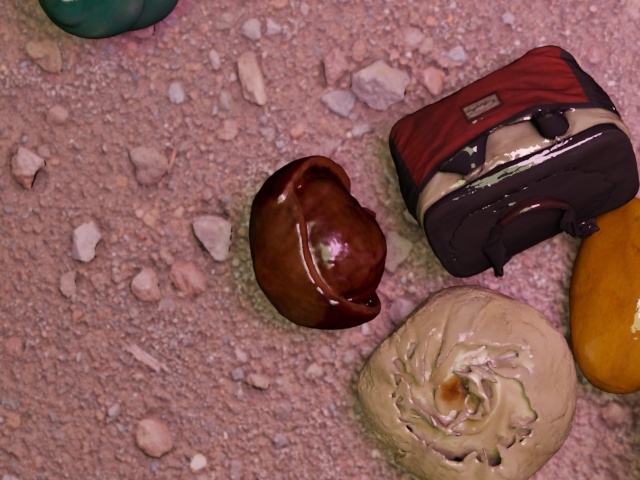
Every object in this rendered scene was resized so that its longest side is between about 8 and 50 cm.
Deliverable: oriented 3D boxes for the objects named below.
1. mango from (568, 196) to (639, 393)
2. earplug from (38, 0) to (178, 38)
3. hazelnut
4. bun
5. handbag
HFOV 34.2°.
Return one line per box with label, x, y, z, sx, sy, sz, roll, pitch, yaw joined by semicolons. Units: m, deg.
mango;0.346;0.061;1.181;0.109;0.147;0.227;5;89;-16
earplug;-0.262;-0.372;1.243;0.163;0.280;0.257;-9;129;29
hazelnut;-0.003;0.002;1.217;0.160;0.170;0.202;-3;103;8
bun;0.176;0.180;1.211;0.259;0.152;0.259;0;91;9
handbag;0.212;-0.086;1.154;0.254;0.181;0.181;-26;49;7
